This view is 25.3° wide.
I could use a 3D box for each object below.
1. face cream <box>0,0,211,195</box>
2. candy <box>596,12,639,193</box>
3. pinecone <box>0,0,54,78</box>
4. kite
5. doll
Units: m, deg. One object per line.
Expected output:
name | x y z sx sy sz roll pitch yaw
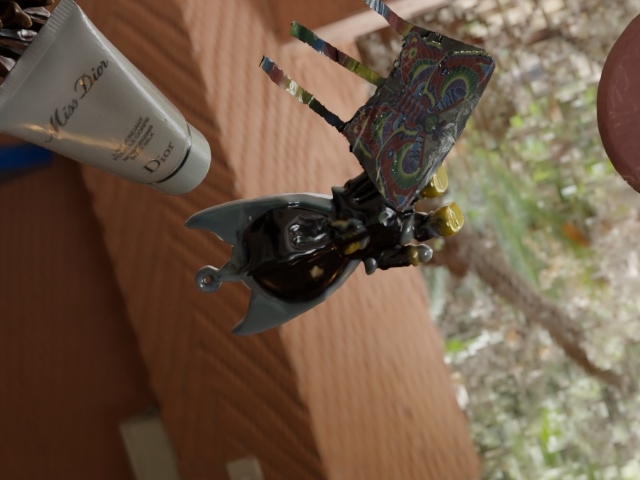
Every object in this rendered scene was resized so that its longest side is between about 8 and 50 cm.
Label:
face cream | -0.214 -0.126 1.427 0.143 0.089 0.314 -53 151 2
candy | 0.422 -0.152 1.524 0.255 0.255 0.094 -18 167 39
pinecone | -0.432 -0.270 1.697 0.264 0.264 0.264 -18 -179 0
kite | 0.045 -0.125 1.100 0.152 0.015 0.285 -58 147 1
doll | -0.002 -0.004 1.602 0.316 0.145 0.103 -18 -141 19
